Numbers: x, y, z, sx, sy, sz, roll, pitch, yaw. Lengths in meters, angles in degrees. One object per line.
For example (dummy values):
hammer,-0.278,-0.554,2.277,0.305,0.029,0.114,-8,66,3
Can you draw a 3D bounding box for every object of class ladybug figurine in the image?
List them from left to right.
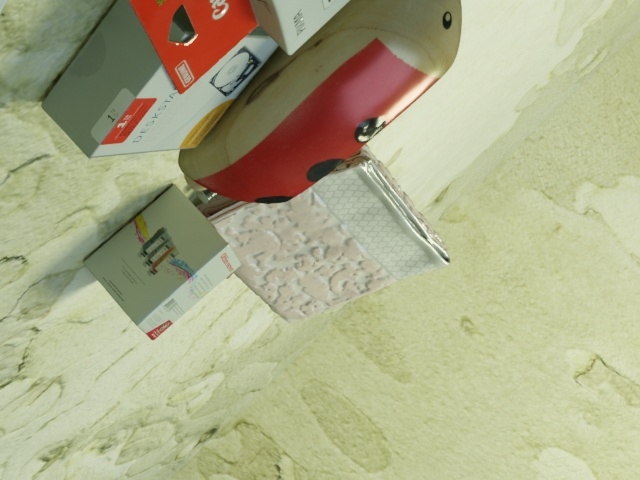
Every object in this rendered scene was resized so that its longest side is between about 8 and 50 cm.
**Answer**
ladybug figurine,0.007,-0.190,1.788,0.449,0.162,0.305,-38,-173,25

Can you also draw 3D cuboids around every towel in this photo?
towel,0.000,0.000,2.211,0.317,0.053,0.332,-21,141,20

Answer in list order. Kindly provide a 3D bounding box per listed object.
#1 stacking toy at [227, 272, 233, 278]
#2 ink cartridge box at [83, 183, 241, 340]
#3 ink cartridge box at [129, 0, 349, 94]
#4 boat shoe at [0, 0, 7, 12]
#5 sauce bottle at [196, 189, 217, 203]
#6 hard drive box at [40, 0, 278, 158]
stacking toy,-0.073,-0.021,2.329,0.302,0.165,0.175,-32,177,6
ink cartridge box,-0.224,0.033,2.044,0.176,0.127,0.128,-40,166,-7
ink cartridge box,-0.059,-0.252,1.404,0.239,0.060,0.275,-44,167,-6
boat shoe,-0.322,-0.185,1.149,0.102,0.108,0.301,2,159,-25
sauce bottle,-0.127,-0.098,2.105,0.128,0.042,0.042,-36,165,-29
hard drive box,-0.172,-0.189,1.580,0.181,0.089,0.232,-49,165,22
